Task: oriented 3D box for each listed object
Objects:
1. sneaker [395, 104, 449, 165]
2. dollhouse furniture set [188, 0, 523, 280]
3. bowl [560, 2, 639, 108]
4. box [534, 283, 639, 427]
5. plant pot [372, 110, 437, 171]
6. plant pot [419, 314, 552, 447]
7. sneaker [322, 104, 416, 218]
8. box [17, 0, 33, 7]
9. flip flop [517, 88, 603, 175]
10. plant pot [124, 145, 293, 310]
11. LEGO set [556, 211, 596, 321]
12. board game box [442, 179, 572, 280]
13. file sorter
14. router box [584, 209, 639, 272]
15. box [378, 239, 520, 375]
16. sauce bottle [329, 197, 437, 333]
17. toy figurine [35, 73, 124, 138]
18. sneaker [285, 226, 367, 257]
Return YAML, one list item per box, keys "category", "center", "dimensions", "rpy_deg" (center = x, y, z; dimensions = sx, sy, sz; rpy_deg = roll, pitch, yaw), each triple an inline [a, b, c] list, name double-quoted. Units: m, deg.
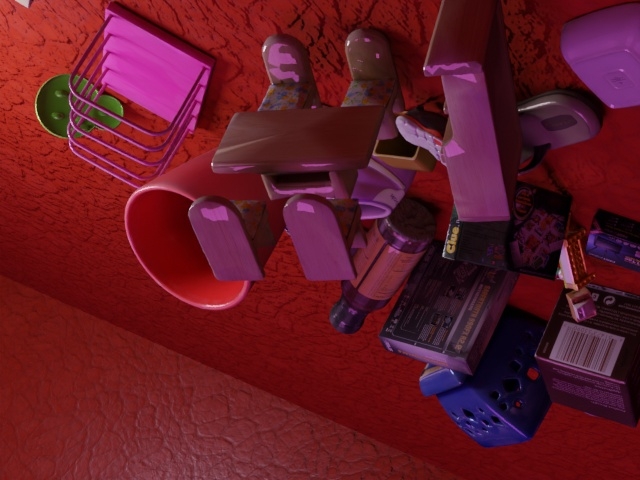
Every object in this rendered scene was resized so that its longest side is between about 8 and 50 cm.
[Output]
- category: "sneaker"
  center: [0.184, -0.157, 1.534]
  dimensions: [0.158, 0.065, 0.061]
  rpy_deg: [37, 161, 29]
- category: "dollhouse furniture set"
  center: [0.044, -0.164, 1.360]
  dimensions: [0.394, 0.362, 0.256]
  rpy_deg: [0, 134, 20]
- category: "bowl"
  center: [0.367, -0.212, 1.253]
  dimensions: [0.142, 0.053, 0.142]
  rpy_deg: [39, 155, -27]
- category: "box"
  center: [0.503, 0.202, 1.872]
  dimensions: [0.168, 0.167, 0.203]
  rpy_deg: [15, 155, 29]
- category: "plant pot"
  center: [0.146, -0.147, 1.634]
  dimensions: [0.081, 0.081, 0.083]
  rpy_deg: [10, 163, 37]
- category: "plant pot"
  center: [0.348, 0.262, 2.122]
  dimensions: [0.212, 0.236, 0.236]
  rpy_deg: [36, 159, -4]
- category: "sneaker"
  center: [0.010, -0.127, 1.729]
  dimensions: [0.282, 0.161, 0.102]
  rpy_deg: [21, 159, 19]
- category: "box"
  center: [-0.492, -0.497, 1.548]
  dimensions: [0.213, 0.117, 0.243]
  rpy_deg: [30, 158, -7]
- category: "flip flop"
  center: [0.284, -0.137, 1.481]
  dimensions: [0.112, 0.080, 0.277]
  rpy_deg: [36, 158, -20]
- category: "plant pot"
  center: [-0.186, -0.048, 1.955]
  dimensions: [0.275, 0.243, 0.275]
  rpy_deg: [19, 133, 22]
- category: "LEGO set"
  center: [0.354, 0.016, 1.704]
  dimensions: [0.287, 0.132, 0.107]
  rpy_deg: [35, 167, -34]
- category: "board game box"
  center: [0.280, -0.022, 1.537]
  dimensions: [0.259, 0.136, 0.030]
  rpy_deg: [12, -177, -45]
- category: "file sorter"
  center: [-0.333, -0.238, 1.856]
  dimensions: [0.202, 0.182, 0.291]
  rpy_deg: [29, 159, -3]
- category: "router box"
  center: [0.479, 0.006, 1.631]
  dimensions: [0.122, 0.038, 0.092]
  rpy_deg: [21, 158, 18]
- category: "box"
  center: [0.237, 0.117, 1.910]
  dimensions: [0.183, 0.231, 0.056]
  rpy_deg: [13, 151, 32]
- category: "sauce bottle"
  center: [0.104, 0.058, 1.965]
  dimensions: [0.111, 0.111, 0.344]
  rpy_deg: [29, 138, -3]
- category: "toy figurine"
  center: [-0.496, -0.262, 2.144]
  dimensions: [0.173, 0.130, 0.159]
  rpy_deg: [7, 178, -15]
- category: "sneaker"
  center: [0.000, 0.000, 2.086]
  dimensions: [0.281, 0.115, 0.105]
  rpy_deg: [28, 159, 0]
